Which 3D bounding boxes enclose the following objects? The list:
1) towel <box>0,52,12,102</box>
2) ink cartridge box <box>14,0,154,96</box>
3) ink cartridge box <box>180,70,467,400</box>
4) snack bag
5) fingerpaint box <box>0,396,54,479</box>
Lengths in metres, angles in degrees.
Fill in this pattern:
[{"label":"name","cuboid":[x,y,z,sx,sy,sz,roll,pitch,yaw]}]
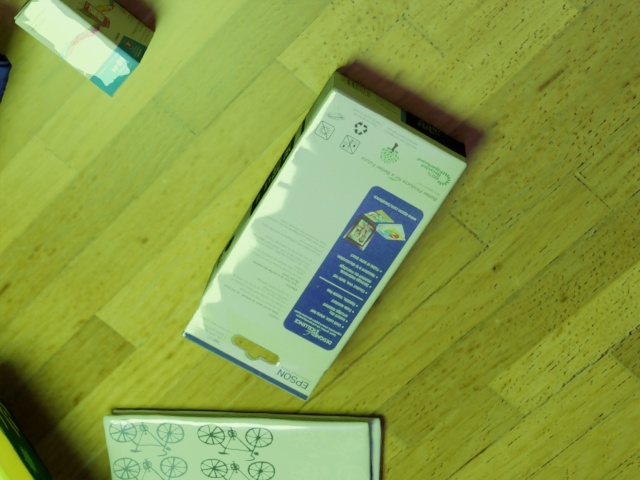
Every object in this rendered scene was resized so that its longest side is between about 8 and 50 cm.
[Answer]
[{"label":"towel","cuboid":[-0.458,-0.103,1.679,0.228,0.076,0.308,24,116,0]},{"label":"ink cartridge box","cuboid":[-0.235,-0.213,1.627,0.122,0.088,0.052,37,115,-14]},{"label":"ink cartridge box","cuboid":[0.000,0.000,1.725,0.165,0.065,0.332,29,112,-11]},{"label":"snack bag","cuboid":[-0.089,0.349,1.945,0.323,0.037,0.342,1,118,4]},{"label":"fingerpaint box","cuboid":[-0.472,0.425,1.828,0.445,0.163,0.371,-32,99,-5]}]
